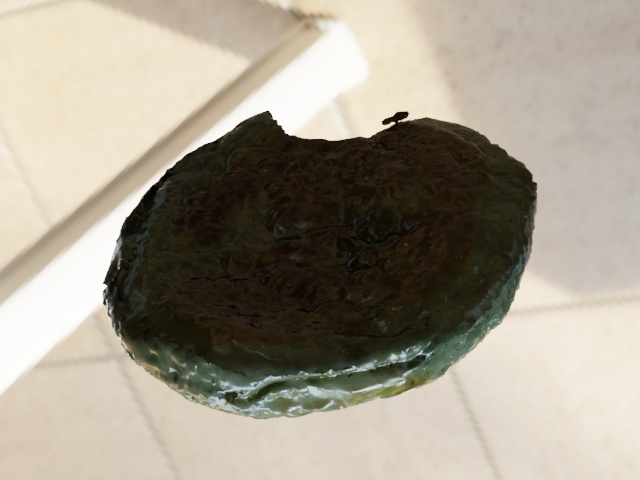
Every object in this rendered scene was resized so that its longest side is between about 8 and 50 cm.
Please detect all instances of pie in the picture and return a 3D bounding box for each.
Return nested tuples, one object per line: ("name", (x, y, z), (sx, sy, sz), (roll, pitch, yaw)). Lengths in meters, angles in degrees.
("pie", (-0.001, 0.005, 1.224), (0.302, 0.302, 0.067), (9, 130, 24))
